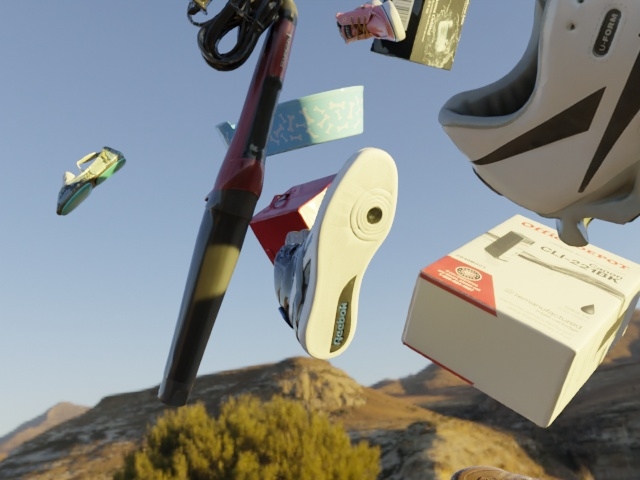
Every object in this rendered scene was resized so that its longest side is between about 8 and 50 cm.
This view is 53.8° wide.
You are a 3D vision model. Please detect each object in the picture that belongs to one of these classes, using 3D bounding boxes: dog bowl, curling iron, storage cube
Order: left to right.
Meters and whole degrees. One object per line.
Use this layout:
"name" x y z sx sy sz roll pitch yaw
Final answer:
"curling iron" -0.065 -0.035 0.387 0.068 0.274 0.035 10 3 -12
"dog bowl" -0.050 -0.186 1.049 0.166 0.074 0.297 -21 12 -41
"storage cube" -0.016 -0.027 1.491 0.193 0.215 0.184 -10 25 48

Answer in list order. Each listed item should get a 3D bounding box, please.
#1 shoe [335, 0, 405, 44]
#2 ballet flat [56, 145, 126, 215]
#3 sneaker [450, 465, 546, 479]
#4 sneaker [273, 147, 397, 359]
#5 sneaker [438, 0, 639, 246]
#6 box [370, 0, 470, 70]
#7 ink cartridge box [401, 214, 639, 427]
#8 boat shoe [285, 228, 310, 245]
"shoe" 0.076 -0.345 1.020 0.081 0.178 0.063 -24 -62 2
"ballet flat" -0.473 -0.124 1.259 0.070 0.188 0.070 22 -40 20
"sneaker" 0.303 0.393 0.999 0.188 0.066 0.071 7 -24 -4
"sneaker" 0.000 0.000 0.651 0.079 0.217 0.121 9 15 -30
"sneaker" 0.188 -0.139 0.319 0.146 0.122 0.330 32 -54 -9
"box" 0.187 -0.404 1.152 0.093 0.156 0.158 26 21 34
"ink cartridge box" 0.265 0.082 0.801 0.197 0.114 0.273 28 33 32
"boat shoe" -0.014 0.010 1.182 0.059 0.063 0.170 7 4 -23
